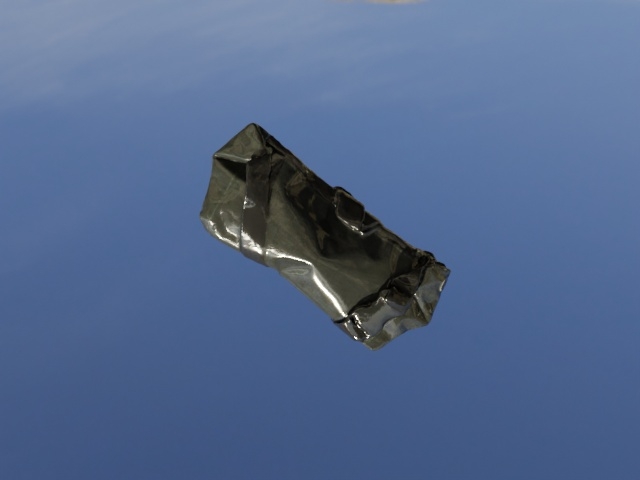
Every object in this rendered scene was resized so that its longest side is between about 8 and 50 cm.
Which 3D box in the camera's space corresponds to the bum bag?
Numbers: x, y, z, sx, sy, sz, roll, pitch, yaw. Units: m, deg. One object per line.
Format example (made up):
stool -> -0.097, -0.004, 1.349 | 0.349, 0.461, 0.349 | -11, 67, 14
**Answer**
bum bag -> 0.000, 0.000, 0.726 | 0.198, 0.049, 0.087 | 37, -96, -1
